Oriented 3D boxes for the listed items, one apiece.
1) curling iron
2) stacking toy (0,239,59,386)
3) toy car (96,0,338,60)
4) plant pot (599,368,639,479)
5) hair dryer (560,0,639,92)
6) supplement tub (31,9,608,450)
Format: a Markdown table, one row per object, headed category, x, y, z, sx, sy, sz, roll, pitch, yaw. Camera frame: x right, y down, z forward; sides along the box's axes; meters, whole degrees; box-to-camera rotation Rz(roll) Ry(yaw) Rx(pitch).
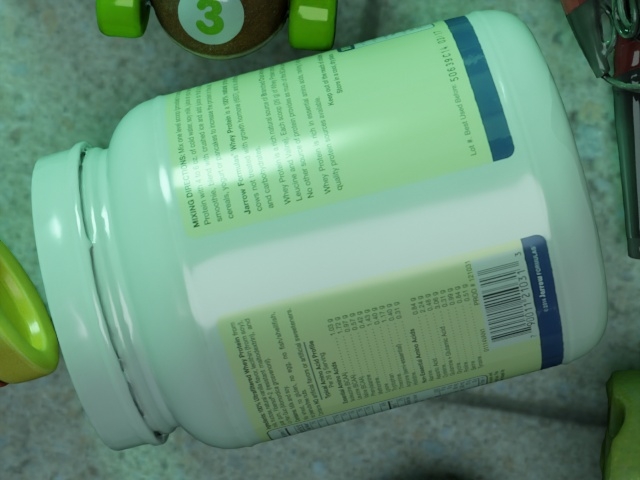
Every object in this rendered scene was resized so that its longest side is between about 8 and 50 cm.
| category | x | y | z | sx | sy | sz | roll | pitch | yaw |
| --- | --- | --- | --- | --- | --- | --- | --- | --- | --- |
| curling iron | 0.204 | -0.120 | 1.086 | 0.068 | 0.035 | 0.274 | -11 | 103 | 5 |
| stacking toy | -0.315 | 0.005 | 0.981 | 0.130 | 0.279 | 0.309 | -30 | 100 | 7 |
| toy car | -0.064 | -0.210 | 0.962 | 0.155 | 0.188 | 0.149 | 4 | 73 | 2 |
| plant pot | 0.319 | 0.186 | 1.066 | 0.254 | 0.276 | 0.276 | 4 | 104 | 9 |
| hair dryer | 0.147 | -0.234 | 1.003 | 0.293 | 0.080 | 0.224 | 25 | 107 | 13 |
| supplement tub | 0.000 | 0.000 | 1.005 | 0.324 | 0.235 | 0.235 | -15 | 104 | 2 |
